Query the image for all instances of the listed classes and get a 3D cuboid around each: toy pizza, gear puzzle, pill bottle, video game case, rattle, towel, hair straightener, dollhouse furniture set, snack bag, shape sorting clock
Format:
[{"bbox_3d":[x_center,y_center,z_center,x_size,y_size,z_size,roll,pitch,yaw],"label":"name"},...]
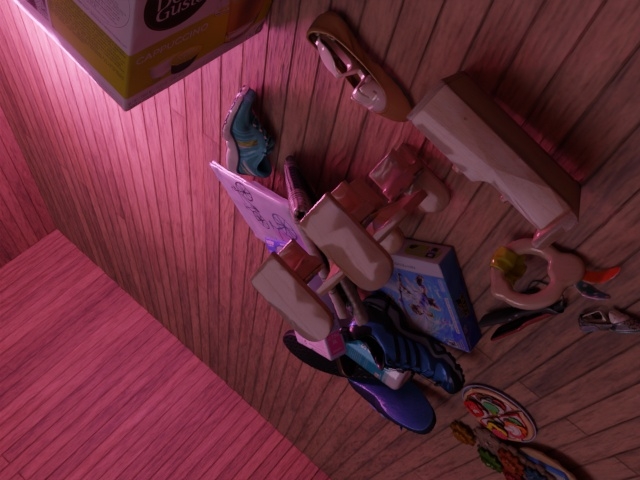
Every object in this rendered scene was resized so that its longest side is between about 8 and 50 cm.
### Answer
[{"bbox_3d":[0.442,0.442,1.440,0.201,0.032,0.201,33,149,23],"label":"toy pizza"},{"bbox_3d":[0.473,0.587,1.531,0.339,0.044,0.175,27,148,46],"label":"gear puzzle"},{"bbox_3d":[0.131,0.255,1.490,0.264,0.146,0.146,33,149,20],"label":"pill bottle"},{"bbox_3d":[0.214,0.114,1.291,0.244,0.061,0.269,13,138,46],"label":"video game case"},{"bbox_3d":[0.401,0.075,0.992,0.200,0.130,0.142,-2,143,20],"label":"rattle"},{"bbox_3d":[0.000,0.000,1.251,0.324,0.056,0.312,61,-174,-28],"label":"towel"},{"bbox_3d":[0.381,0.133,1.109,0.089,0.047,0.230,46,151,-1],"label":"hair straightener"},{"bbox_3d":[0.160,-0.024,0.903,0.256,0.362,0.394,46,122,3],"label":"dollhouse furniture set"},{"bbox_3d":[-0.122,-0.046,1.496,0.343,0.037,0.323,30,158,40],"label":"snack bag"},{"bbox_3d":[0.586,0.594,1.436,0.206,0.040,0.206,42,156,23],"label":"shape sorting clock"}]

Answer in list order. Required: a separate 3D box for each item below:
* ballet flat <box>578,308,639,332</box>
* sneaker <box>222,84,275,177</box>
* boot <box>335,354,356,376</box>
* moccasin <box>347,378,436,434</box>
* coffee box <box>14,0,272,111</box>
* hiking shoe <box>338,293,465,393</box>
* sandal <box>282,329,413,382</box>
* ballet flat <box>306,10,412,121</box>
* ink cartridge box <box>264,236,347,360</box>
[{"bbox_3d":[0.493,0.137,0.980,0.041,0.041,0.114,54,149,-15],"label":"ballet flat"},{"bbox_3d":[-0.154,-0.243,1.308,0.110,0.107,0.275,19,151,8],"label":"sneaker"},{"bbox_3d":[0.035,0.294,1.608,0.082,0.219,0.106,23,134,-37],"label":"boot"},{"bbox_3d":[0.217,0.461,1.690,0.342,0.138,0.116,32,156,51],"label":"moccasin"},{"bbox_3d":[-0.278,-0.480,0.885,0.338,0.337,0.334,46,151,0],"label":"coffee box"},{"bbox_3d":[0.189,0.267,1.322,0.304,0.132,0.113,39,154,6],"label":"hiking shoe"},{"bbox_3d":[0.088,0.329,1.711,0.446,0.107,0.167,4,131,34],"label":"sandal"},{"bbox_3d":[0.061,-0.280,0.974,0.232,0.073,0.080,48,152,-5],"label":"ballet flat"},{"bbox_3d":[-0.038,0.134,1.439,0.186,0.065,0.311,11,123,61],"label":"ink cartridge box"}]
